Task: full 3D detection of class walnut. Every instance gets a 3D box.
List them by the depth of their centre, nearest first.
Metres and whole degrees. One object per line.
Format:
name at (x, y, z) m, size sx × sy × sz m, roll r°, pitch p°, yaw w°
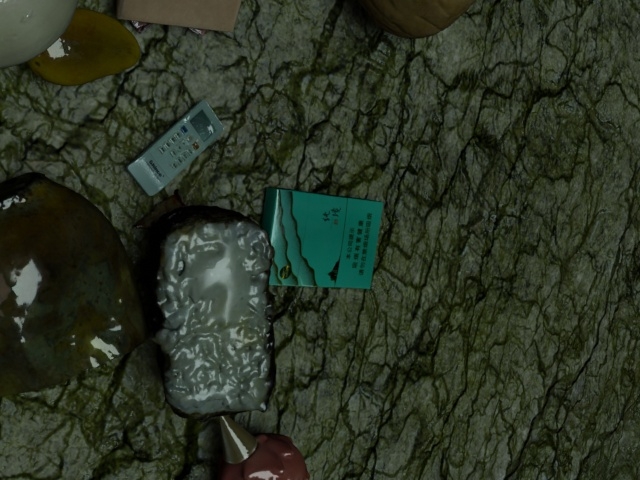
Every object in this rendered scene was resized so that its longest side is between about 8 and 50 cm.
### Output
walnut at (0.149, -0.442, 1.319) m, size 0.228 × 0.228 × 0.227 m, roll -7°, pitch 103°, yaw -34°

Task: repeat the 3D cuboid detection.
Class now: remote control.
remote control at (-0.217, -0.140, 1.225) m, size 0.162 × 0.029 × 0.061 m, roll -47°, pitch 123°, yaw -24°

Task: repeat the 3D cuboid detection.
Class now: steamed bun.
steamed bun at (-0.401, -0.322, 0.954) m, size 0.232 × 0.145 × 0.231 m, roll 2°, pitch 84°, yaw -15°

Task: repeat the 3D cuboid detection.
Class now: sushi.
sushi at (-0.176, 0.095, 1.206) m, size 0.197 × 0.182 × 0.343 m, roll -8°, pitch 99°, yaw -30°

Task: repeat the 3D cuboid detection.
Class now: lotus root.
lotus root at (-0.366, 0.045, 1.087) m, size 0.267 × 0.149 × 0.260 m, roll -18°, pitch 109°, yaw -34°

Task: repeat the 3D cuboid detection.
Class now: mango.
mango at (-0.322, -0.261, 1.101) m, size 0.161 × 0.076 × 0.103 m, roll -9°, pitch 98°, yaw -35°

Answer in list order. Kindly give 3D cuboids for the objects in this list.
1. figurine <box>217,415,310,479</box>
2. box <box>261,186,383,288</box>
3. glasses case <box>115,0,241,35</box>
figurine at (-0.083, 0.430, 1.338) m, size 0.207 × 0.166 × 0.386 m, roll -15°, pitch 111°, yaw -6°
box at (0.000, 0.000, 1.393) m, size 0.226 × 0.042 × 0.160 m, roll 5°, pitch 95°, yaw -36°
glasses case at (-0.211, -0.346, 1.177) m, size 0.194 × 0.070 × 0.102 m, roll -4°, pitch 129°, yaw -36°
